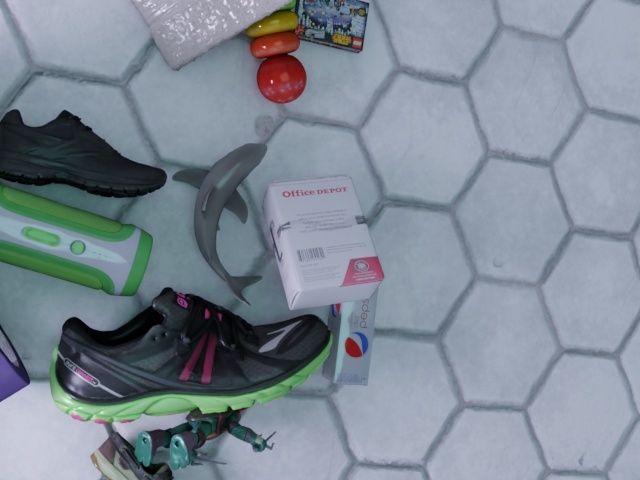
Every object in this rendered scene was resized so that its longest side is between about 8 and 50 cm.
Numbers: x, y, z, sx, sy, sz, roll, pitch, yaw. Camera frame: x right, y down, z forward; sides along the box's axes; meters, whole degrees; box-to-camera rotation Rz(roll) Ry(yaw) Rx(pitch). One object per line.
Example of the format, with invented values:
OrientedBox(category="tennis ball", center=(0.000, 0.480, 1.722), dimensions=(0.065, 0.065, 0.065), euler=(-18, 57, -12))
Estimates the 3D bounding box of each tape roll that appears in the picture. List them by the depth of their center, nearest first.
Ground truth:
OrientedBox(category="tape roll", center=(-0.532, 0.164, 1.228), dimensions=(0.080, 0.189, 0.189), euler=(-33, 101, -14))

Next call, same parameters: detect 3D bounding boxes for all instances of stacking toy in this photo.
OrientedBox(category="stacking toy", center=(-0.088, -0.406, 1.400), dimensions=(0.141, 0.141, 0.330), euler=(-16, 101, -18))

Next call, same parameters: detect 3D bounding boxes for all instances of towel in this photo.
OrientedBox(category="towel", center=(-0.184, -0.423, 1.329), dimensions=(0.282, 0.049, 0.187), euler=(-26, 100, 21))

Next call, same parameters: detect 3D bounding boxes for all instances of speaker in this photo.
OrientedBox(category="speaker", center=(-0.430, -0.002, 1.290), dimensions=(0.297, 0.131, 0.131), euler=(19, 85, -19))

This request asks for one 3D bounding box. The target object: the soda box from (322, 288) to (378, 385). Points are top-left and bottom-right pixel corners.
OrientedBox(category="soda box", center=(0.056, 0.156, 1.488), dimensions=(0.069, 0.074, 0.216), euler=(7, 90, -18))

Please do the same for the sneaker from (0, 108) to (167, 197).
OrientedBox(category="sneaker", center=(-0.392, -0.143, 1.316), dimensions=(0.286, 0.109, 0.130), euler=(10, 82, -21))

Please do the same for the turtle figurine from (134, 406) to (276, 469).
OrientedBox(category="turtle figurine", center=(-0.194, 0.335, 1.378), dimensions=(0.234, 0.175, 0.118), euler=(1, 68, -56))

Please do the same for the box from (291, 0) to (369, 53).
OrientedBox(category="box", center=(0.018, -0.409, 1.484), dimensions=(0.137, 0.027, 0.093), euler=(8, 90, -19))

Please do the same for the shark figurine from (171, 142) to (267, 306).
OrientedBox(category="shark figurine", center=(-0.180, -0.031, 1.372), dimensions=(0.166, 0.116, 0.278), euler=(2, 94, -3))

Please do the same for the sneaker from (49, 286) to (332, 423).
OrientedBox(category="sneaker", center=(-0.204, 0.176, 1.344), dimensions=(0.483, 0.185, 0.202), euler=(-6, 97, -20))

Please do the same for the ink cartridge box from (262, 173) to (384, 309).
OrientedBox(category="ink cartridge box", center=(0.000, 0.000, 1.407), dimensions=(0.159, 0.092, 0.217), euler=(-7, 63, -19))

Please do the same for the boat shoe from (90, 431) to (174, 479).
OrientedBox(category="boat shoe", center=(-0.288, 0.414, 1.376), dimensions=(0.223, 0.080, 0.073), euler=(40, 84, -11))
